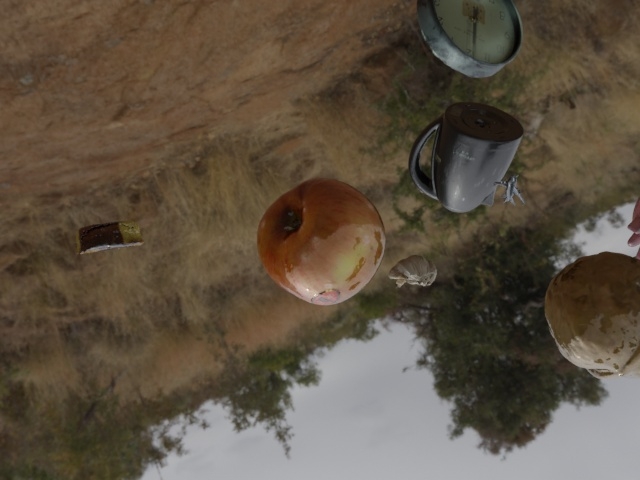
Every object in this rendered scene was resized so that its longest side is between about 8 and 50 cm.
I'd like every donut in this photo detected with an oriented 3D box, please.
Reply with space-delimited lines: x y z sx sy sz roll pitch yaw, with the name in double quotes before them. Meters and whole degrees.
"donut" -0.445 -0.006 1.227 0.140 0.059 0.140 -10 178 0

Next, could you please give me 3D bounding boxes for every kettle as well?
"kettle" 0.380 -0.219 1.607 0.207 0.268 0.290 -51 159 -45

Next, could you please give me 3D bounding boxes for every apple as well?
"apple" 0.000 0.000 0.906 0.209 0.209 0.164 -26 138 23

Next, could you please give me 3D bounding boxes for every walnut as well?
"walnut" 0.640 0.166 1.258 0.296 0.285 0.285 15 169 -3

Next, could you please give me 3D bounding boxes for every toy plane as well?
"toy plane" 0.392 -0.107 1.194 0.031 0.078 0.083 -36 147 -22

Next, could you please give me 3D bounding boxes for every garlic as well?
"garlic" 0.219 0.073 1.380 0.113 0.074 0.094 -17 -174 -6

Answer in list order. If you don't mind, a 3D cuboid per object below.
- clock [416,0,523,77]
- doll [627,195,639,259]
"clock" 0.291 -0.426 1.120 0.226 0.226 0.049 -19 173 -28
"doll" 0.647 -0.052 1.051 0.211 0.093 0.262 -44 128 8
